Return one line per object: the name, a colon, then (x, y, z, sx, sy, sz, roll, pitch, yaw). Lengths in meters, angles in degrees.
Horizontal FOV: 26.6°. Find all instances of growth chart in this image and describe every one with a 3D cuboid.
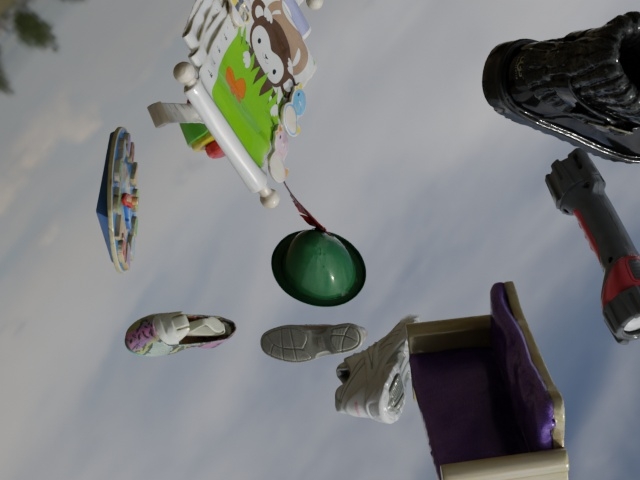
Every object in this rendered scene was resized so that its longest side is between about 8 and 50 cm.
growth chart: (-0.051, -0.158, 1.089, 0.021, 0.172, 0.237, -9, -129, 30)

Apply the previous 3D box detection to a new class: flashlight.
flashlight: (0.433, 0.010, 2.076, 0.103, 0.103, 0.304, -29, -125, 10)

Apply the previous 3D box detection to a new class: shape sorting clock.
shape sorting clock: (-0.275, -0.056, 1.898, 0.206, 0.040, 0.206, 4, 90, -87)

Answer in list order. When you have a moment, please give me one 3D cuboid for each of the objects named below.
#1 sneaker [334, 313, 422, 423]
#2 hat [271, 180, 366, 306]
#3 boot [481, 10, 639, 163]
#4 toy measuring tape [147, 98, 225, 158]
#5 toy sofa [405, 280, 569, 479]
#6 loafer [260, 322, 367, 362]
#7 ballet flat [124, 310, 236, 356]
sneaker: (0.083, 0.178, 1.989, 0.115, 0.090, 0.232, 0, -154, 24)
hat: (0.000, 0.000, 2.478, 0.183, 0.208, 0.173, 108, -7, -54)
boot: (0.396, -0.174, 1.629, 0.260, 0.348, 0.131, -2, -98, 60)
toy measuring tape: (-0.203, -0.187, 2.175, 0.121, 0.121, 0.330, -41, 167, 26)
toy sofa: (0.199, 0.202, 1.688, 0.150, 0.177, 0.362, -8, -155, 0)
loafer: (-0.006, 0.116, 1.568, 0.125, 0.045, 0.039, -6, -179, 19)
ballet flat: (-0.231, 0.151, 2.302, 0.079, 0.077, 0.221, -29, 161, 38)
